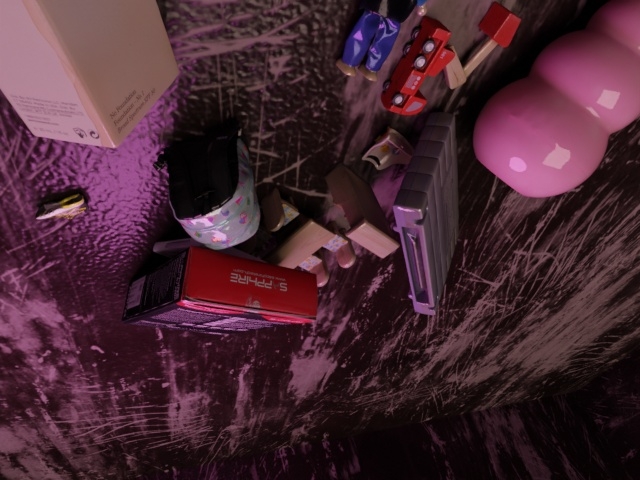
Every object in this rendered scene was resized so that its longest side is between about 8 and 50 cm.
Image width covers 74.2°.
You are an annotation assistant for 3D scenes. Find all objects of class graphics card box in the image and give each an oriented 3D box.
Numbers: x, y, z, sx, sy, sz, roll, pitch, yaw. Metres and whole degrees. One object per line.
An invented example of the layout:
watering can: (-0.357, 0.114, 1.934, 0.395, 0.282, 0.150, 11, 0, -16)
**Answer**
graphics card box: (-0.204, 0.113, 0.793, 0.233, 0.094, 0.371, 15, 157, -33)

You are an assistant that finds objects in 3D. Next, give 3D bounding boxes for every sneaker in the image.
sneaker: (-0.422, -0.046, 0.694, 0.084, 0.031, 0.035, -18, 141, 0)

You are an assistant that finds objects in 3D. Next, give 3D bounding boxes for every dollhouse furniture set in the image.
dollhouse furniture set: (0.000, 0.000, 0.805, 0.242, 0.160, 0.212, -39, 136, 23)

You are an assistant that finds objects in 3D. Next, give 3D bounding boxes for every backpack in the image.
backpack: (-0.159, -0.079, 0.639, 0.152, 0.181, 0.115, -26, 140, 8)

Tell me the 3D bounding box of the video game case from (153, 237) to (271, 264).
video game case: (-0.189, 0.043, 0.816, 0.184, 0.023, 0.201, -5, 156, 43)

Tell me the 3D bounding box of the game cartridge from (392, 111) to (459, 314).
game cartridge: (0.212, -0.036, 0.811, 0.068, 0.230, 0.355, 7, 147, 24)

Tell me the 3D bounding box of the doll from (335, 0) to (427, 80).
doll: (0.082, -0.314, 0.566, 0.129, 0.046, 0.188, 3, 136, -25)

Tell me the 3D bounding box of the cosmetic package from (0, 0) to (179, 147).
cosmetic package: (-0.256, -0.257, 0.386, 0.113, 0.160, 0.309, 11, 145, 10)

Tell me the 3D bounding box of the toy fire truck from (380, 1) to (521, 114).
toy fire truck: (0.193, -0.275, 0.652, 0.136, 0.047, 0.192, 5, 136, -27)

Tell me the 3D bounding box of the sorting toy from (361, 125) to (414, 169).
sorting toy: (0.117, -0.160, 0.763, 0.083, 0.044, 0.075, 23, 133, -39)

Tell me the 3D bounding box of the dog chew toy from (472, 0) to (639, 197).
dog chew toy: (0.409, -0.231, 0.678, 0.207, 0.206, 0.331, 20, 119, -37)
